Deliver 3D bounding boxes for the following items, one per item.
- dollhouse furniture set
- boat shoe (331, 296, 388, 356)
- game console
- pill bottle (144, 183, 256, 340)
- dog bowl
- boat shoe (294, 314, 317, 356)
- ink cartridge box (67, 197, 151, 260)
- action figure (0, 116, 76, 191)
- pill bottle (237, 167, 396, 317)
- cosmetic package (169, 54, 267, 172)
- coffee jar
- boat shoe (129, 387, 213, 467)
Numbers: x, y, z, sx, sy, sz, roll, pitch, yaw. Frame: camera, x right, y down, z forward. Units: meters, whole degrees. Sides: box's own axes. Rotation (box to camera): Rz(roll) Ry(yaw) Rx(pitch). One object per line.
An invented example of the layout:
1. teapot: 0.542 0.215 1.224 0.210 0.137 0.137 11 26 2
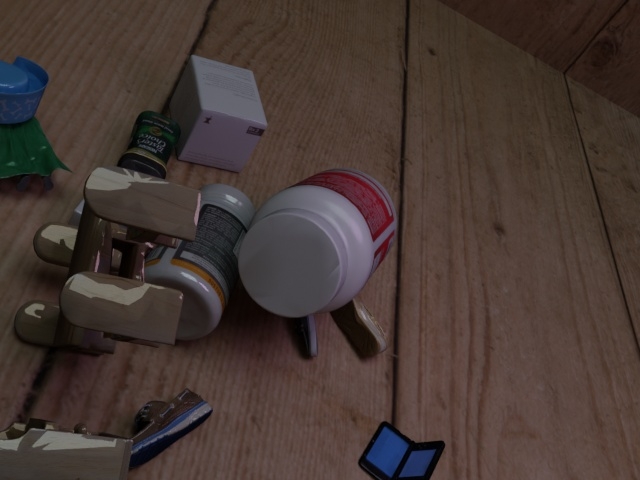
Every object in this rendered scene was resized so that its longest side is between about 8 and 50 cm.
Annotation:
1. dollhouse furniture set: -0.369 0.113 1.001 0.257 0.362 0.394 15 74 -27
2. boat shoe: 0.076 0.159 1.511 0.059 0.063 0.170 5 46 -52
3. game console: 0.147 0.378 1.336 0.071 0.107 0.122 62 37 -14
4. pill bottle: -0.213 0.029 1.334 0.162 0.162 0.278 30 39 -8
5. dog bowl: -0.643 -0.297 1.358 0.297 0.074 0.166 21 31 -1
6. boat shoe: -0.030 0.161 1.441 0.040 0.049 0.142 -8 52 -1
7. ink cartridge box: -0.364 -0.030 1.359 0.150 0.063 0.109 30 40 -9
8. action figure: -0.548 -0.182 1.372 0.137 0.063 0.232 -3 47 -37
9. pill bottle: 0.000 0.000 1.380 0.229 0.229 0.408 40 18 4
10. cosmetic package: -0.225 -0.273 1.632 0.151 0.151 0.183 10 46 -29
11. coffee jar: -0.343 -0.174 1.503 0.096 0.079 0.184 23 41 -17
12. boat shoe: -0.248 0.281 1.146 0.066 0.066 0.183 44 29 16
